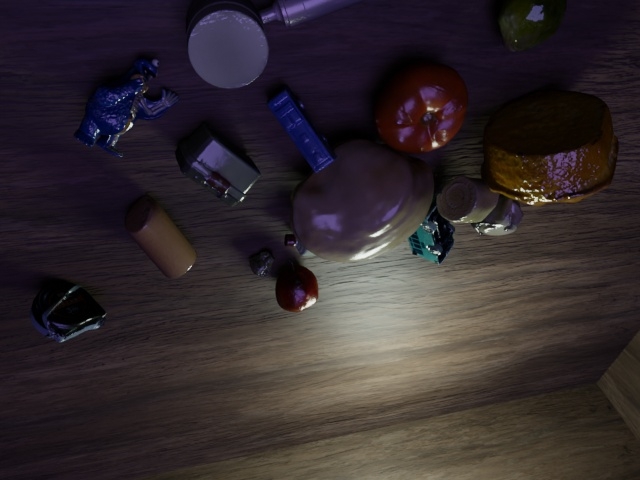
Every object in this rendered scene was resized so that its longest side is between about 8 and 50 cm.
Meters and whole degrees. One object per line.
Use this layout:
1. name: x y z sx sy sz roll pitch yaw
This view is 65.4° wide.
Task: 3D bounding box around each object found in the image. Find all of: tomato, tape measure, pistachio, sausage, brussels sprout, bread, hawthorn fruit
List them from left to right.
1. tape measure: -0.794 0.219 1.547 0.182 0.181 0.107 -22 155 -55
2. sausage: -0.477 -0.007 1.482 0.123 0.123 0.253 -23 134 3
3. hawthorn fruit: -0.088 0.154 1.757 0.157 0.157 0.194 -13 117 -7
4. pistachio: 0.119 -0.118 1.467 0.445 0.281 0.365 -22 110 0
5. tomato: 0.265 -0.363 1.355 0.259 0.180 0.260 -9 131 -10
6. bread: 0.461 -0.125 1.557 0.141 0.134 0.148 -2 154 -42
7. brussels sprout: 0.540 -0.577 1.275 0.161 0.144 0.181 -39 159 -8
8. bread: 0.660 -0.272 1.458 0.398 0.398 0.215 -23 129 3

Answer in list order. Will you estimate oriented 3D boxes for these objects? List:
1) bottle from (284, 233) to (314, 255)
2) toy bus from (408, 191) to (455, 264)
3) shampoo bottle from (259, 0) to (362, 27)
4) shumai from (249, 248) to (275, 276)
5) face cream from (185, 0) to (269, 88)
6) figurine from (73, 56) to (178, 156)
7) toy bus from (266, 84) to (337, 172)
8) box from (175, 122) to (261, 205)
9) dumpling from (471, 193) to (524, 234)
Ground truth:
1. bottle: 0.000 0.000 1.663 0.245 0.104 0.104 0 132 -19
2. toy bus: 0.366 -0.048 1.706 0.128 0.147 0.256 -51 140 -22
3. shampoo bottle: 0.006 -0.564 1.140 0.303 0.092 0.092 -20 135 0
4. shumai: -0.188 0.073 1.684 0.082 0.083 0.080 -31 173 -44
5. face cream: -0.212 -0.457 1.125 0.177 0.153 0.177 -8 134 -9
6. figurine: -0.475 -0.330 1.189 0.262 0.121 0.164 -47 160 -4
7. toy bus: -0.047 -0.293 1.314 0.079 0.094 0.236 -35 103 8
8. box: -0.276 -0.205 1.351 0.129 0.148 0.210 -46 130 9
9. dumpling: 0.575 -0.115 1.671 0.163 0.293 0.204 -12 91 8
